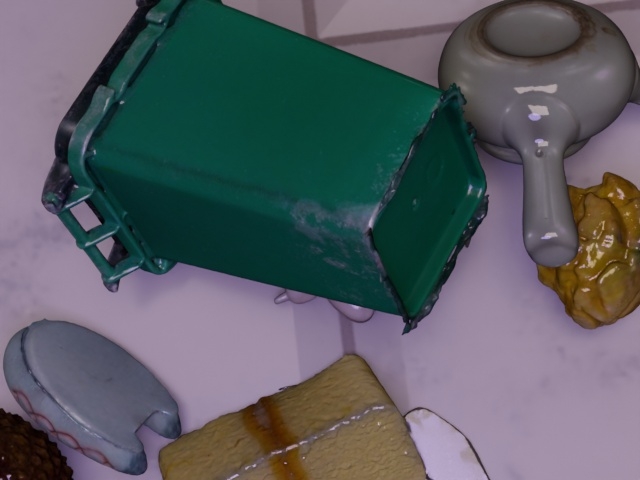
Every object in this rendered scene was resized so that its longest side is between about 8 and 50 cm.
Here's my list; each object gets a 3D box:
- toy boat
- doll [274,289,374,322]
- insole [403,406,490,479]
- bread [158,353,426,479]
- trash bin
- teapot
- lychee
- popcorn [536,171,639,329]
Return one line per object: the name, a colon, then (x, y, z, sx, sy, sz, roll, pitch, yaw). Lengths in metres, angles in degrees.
toy boat: (-0.254, 0.172, 1.898, 0.208, 0.134, 0.079, 36, 131, 4)
doll: (0.000, 0.000, 1.929, 0.160, 0.059, 0.161, 15, 85, 3)
insole: (0.155, 0.262, 1.913, 0.063, 0.010, 0.192, -36, 83, -1)
bread: (-0.036, 0.239, 1.882, 0.266, 0.142, 0.178, -29, 67, -3)
trash bin: (-0.053, -0.068, 1.769, 0.381, 0.259, 0.295, 18, 66, 30)
teapot: (0.213, -0.128, 1.840, 0.220, 0.149, 0.318, 13, 45, 25)
lychee: (-0.346, 0.276, 1.858, 0.188, 0.188, 0.188, 0, 83, 3)
popcorn: (0.300, 0.008, 1.876, 0.148, 0.152, 0.167, 46, 58, -33)
